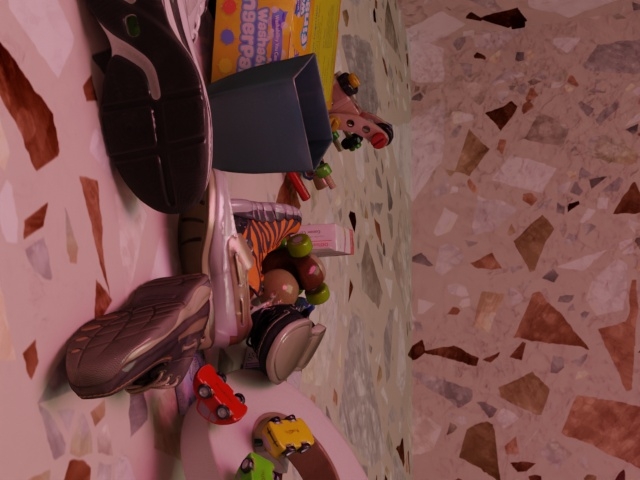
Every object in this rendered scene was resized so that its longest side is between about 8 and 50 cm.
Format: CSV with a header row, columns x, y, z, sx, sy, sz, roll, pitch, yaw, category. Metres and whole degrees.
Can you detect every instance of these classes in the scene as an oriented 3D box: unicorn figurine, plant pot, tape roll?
x,y,z,sx,sy,sz,roll,pitch,yaw,category
-0.122,0.147,1.724,0.162,0.111,0.060,24,27,-48,unicorn figurine
-0.121,-0.213,1.557,0.165,0.234,0.166,-65,146,-61,plant pot
-0.058,0.387,1.445,0.392,0.072,0.392,40,23,-21,tape roll

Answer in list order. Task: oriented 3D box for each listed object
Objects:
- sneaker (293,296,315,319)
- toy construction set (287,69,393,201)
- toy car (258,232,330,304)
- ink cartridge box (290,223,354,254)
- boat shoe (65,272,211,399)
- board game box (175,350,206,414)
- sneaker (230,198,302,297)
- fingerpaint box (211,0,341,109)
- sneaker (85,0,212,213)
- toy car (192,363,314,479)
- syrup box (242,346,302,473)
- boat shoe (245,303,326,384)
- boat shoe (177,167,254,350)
x,y,z,sx,sy,sz,roll,pitch,yaw,category
-0.055,0.216,1.905,0.083,0.087,0.221,47,40,-63,sneaker
0.000,-0.273,2.130,0.309,0.257,0.237,-46,113,-40,toy construction set
-0.094,0.093,1.818,0.188,0.148,0.155,-43,128,-34,toy car
0.000,0.000,2.111,0.198,0.115,0.067,16,71,-73,ink cartridge box
-0.231,0.151,1.249,0.355,0.132,0.130,-44,127,-68,boat shoe
-0.214,0.231,1.476,0.090,0.020,0.090,-32,116,-72,board game box
-0.134,0.018,1.682,0.321,0.124,0.180,1,88,-63,sneaker
-0.075,-0.473,1.772,0.371,0.163,0.445,-44,141,-70,fingerpaint box
-0.218,-0.277,1.361,0.257,0.169,0.448,-37,118,-69,sneaker
-0.102,0.316,1.307,0.239,0.053,0.225,35,25,-28,toy car
-0.103,0.318,1.697,0.096,0.093,0.237,66,25,-47,syrup box
-0.076,0.166,1.565,0.127,0.113,0.340,-63,169,6,boat shoe
-0.170,0.028,1.480,0.103,0.113,0.303,-1,95,-33,boat shoe
